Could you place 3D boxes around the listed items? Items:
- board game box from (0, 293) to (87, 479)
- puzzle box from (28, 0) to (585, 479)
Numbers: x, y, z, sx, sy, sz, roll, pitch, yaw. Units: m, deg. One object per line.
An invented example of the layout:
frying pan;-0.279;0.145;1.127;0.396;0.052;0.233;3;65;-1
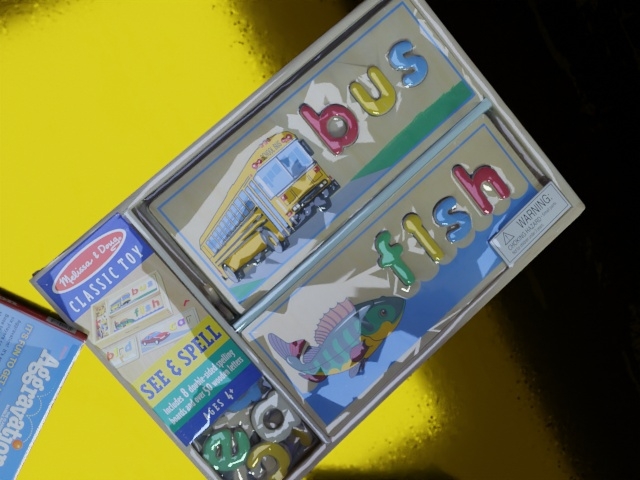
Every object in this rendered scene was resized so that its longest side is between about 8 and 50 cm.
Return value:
board game box;-0.304;0.167;0.744;0.145;0.027;0.281;27;92;-9
puzzle box;0.000;0.000;0.838;0.409;0.052;0.272;-42;98;-11
